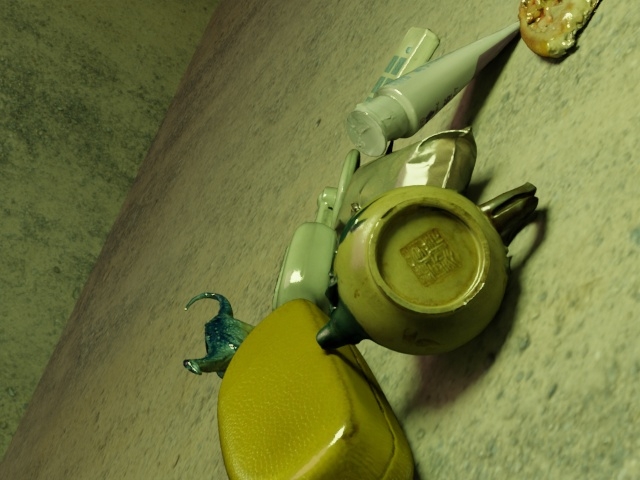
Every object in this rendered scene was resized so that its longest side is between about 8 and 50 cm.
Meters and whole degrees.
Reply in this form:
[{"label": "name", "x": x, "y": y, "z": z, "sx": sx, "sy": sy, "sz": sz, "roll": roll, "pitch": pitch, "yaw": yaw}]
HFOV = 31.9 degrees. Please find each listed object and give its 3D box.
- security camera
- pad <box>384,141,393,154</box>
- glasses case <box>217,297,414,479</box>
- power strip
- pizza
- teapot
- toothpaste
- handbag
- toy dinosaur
[{"label": "security camera", "x": 0.000, "y": 0.000, "z": 1.530, "sx": 0.157, "sy": 0.080, "sz": 0.301, "roll": 92, "pitch": -169, "yaw": -52}, {"label": "pad", "x": 0.073, "y": -0.065, "z": 1.555, "sx": 0.112, "sy": 0.003, "sz": 0.157, "roll": 92, "pitch": -159, "yaw": -66}, {"label": "glasses case", "x": -0.009, "y": 0.206, "z": 1.198, "sx": 0.173, "sy": 0.141, "sz": 0.371, "roll": -42, "pitch": 20, "yaw": 5}, {"label": "power strip", "x": 0.121, "y": -0.255, "z": 1.768, "sx": 0.192, "sy": 0.035, "sz": 0.081, "roll": -58, "pitch": 18, "yaw": 5}, {"label": "pizza", "x": 0.307, "y": -0.315, "z": 1.344, "sx": 0.195, "sy": 0.052, "sz": 0.185, "roll": -51, "pitch": 22, "yaw": 22}, {"label": "teapot", "x": 0.110, "y": 0.030, "z": 1.157, "sx": 0.269, "sy": 0.173, "sz": 0.182, "roll": -34, "pitch": -12, "yaw": -12}, {"label": "toothpaste", "x": 0.155, "y": -0.206, "z": 1.439, "sx": 0.299, "sy": 0.073, "sz": 0.114, "roll": -37, "pitch": 3, "yaw": -31}, {"label": "handbag", "x": 0.097, "y": -0.042, "z": 1.367, "sx": 0.270, "sy": 0.117, "sz": 0.182, "roll": -12, "pitch": 58, "yaw": 70}, {"label": "toy dinosaur", "x": -0.123, "y": 0.153, "z": 1.597, "sx": 0.076, "sy": 0.147, "sz": 0.363, "roll": -53, "pitch": 11, "yaw": 10}]
